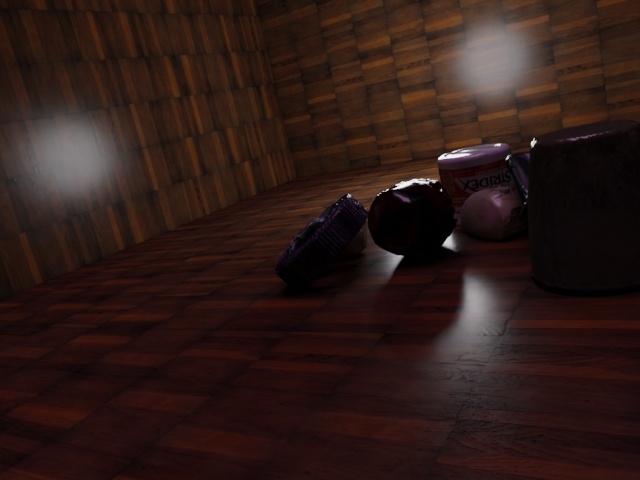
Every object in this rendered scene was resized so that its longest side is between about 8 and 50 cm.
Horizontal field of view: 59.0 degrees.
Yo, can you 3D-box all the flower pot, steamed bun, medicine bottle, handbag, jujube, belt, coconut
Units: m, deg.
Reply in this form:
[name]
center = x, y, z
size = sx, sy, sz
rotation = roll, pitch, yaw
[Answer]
[flower pot]
center = 0.594, -0.082, 1.251
size = 0.293, 0.330, 0.293
rotation = -14, 12, 3
[steamed bun]
center = 0.542, -0.098, 1.760
size = 0.169, 0.153, 0.238
rotation = -16, 16, -16
[medicine bottle]
center = 0.554, -0.202, 1.992
size = 0.252, 0.241, 0.252
rotation = -13, 13, 3
[handbag]
center = 0.670, -0.126, 1.609
size = 0.274, 0.178, 0.302
rotation = -8, 38, 7
[jujube]
center = 0.289, -0.075, 1.743
size = 0.258, 0.259, 0.376
rotation = -8, 2, 22
[belt]
center = 0.000, 0.000, 1.691
size = 0.325, 0.122, 0.260
rotation = -47, 9, -1
[coconut]
center = 0.072, -0.024, 1.901
size = 0.162, 0.161, 0.161
rotation = -2, 15, 11

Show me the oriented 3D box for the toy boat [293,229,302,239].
[toy boat]
center = -0.031, 0.002, 2.036
size = 0.110, 0.091, 0.175
rotation = -31, 19, -4
